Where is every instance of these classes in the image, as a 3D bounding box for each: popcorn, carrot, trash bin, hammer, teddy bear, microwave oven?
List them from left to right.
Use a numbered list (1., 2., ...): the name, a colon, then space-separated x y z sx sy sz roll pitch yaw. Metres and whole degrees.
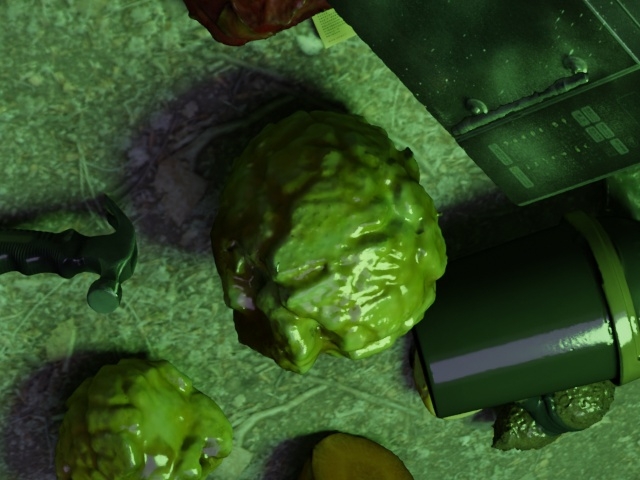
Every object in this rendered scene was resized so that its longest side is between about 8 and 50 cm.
1. hammer: -0.310 0.014 1.708 0.226 0.159 0.041 -1 129 6
2. popcorn: -0.213 0.250 1.906 0.200 0.226 0.203 -22 -176 43
3. popcorn: 0.005 -0.008 1.713 0.247 0.282 0.282 -13 130 -3
4. carrot: 0.009 0.375 2.090 0.159 0.159 0.225 13 130 -28
5. microwave oven: 0.178 -0.310 1.376 0.432 0.374 0.236 46 147 -18
6. trash bin: 0.272 0.080 1.854 0.333 0.214 0.214 -13 131 0
7. teddy bear: 0.322 0.191 2.058 0.182 0.129 0.251 20 118 -32

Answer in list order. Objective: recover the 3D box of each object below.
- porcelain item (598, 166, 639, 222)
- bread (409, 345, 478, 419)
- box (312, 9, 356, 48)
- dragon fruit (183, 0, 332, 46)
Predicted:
1. porcelain item: 0.363 -0.097 1.883 0.081 0.069 0.216 -12 132 6
2. bread: 0.179 0.156 2.023 0.122 0.073 0.149 -11 132 -18
3. box: 0.012 -0.273 1.650 0.073 0.020 0.149 -25 131 2
4. dragon fruit: -0.030 -0.323 1.499 0.317 0.152 0.205 -37 120 10
